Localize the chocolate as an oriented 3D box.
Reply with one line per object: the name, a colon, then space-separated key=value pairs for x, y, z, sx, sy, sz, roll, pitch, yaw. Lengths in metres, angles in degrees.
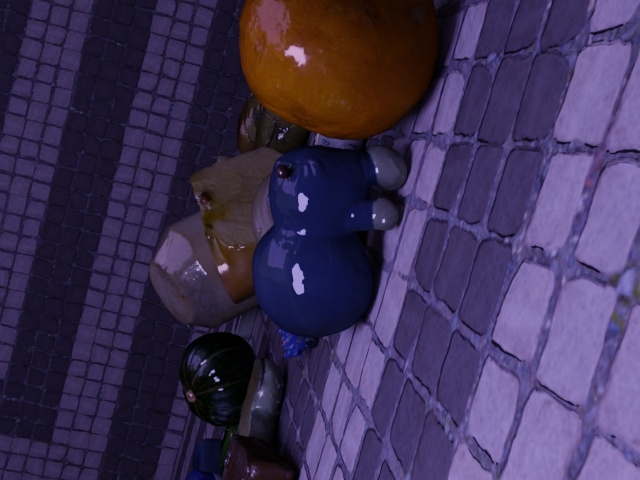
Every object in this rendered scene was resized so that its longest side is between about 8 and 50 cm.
chocolate: x=-0.106 y=0.402 z=1.227 sx=0.214 sy=0.093 sz=0.148 roll=174 pitch=111 yaw=-78

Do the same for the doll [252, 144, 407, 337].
doll: x=0.000 y=0.000 z=1.025 sx=0.228 sy=0.154 sz=0.258 roll=11 pitch=103 yaw=42

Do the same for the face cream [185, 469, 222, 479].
face cream: x=-0.234 y=0.582 z=1.564 sx=0.206 sy=0.111 sz=0.206 roll=-160 pitch=90 yaw=-74

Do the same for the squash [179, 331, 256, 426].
squash: x=-0.220 y=0.306 z=1.698 sx=0.172 sy=0.218 sz=0.218 roll=-36 pitch=-23 yaw=-45

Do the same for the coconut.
coconut: x=-0.267 y=0.062 z=1.963 sx=0.323 sy=0.323 sz=0.323 roll=-166 pitch=90 yaw=-79

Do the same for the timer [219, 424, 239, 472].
timer: x=-0.200 y=0.458 z=1.768 sx=0.128 sy=0.047 sz=0.140 roll=-102 pitch=28 yaw=-69

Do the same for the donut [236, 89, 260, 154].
donut: x=-0.158 y=-0.403 z=2.370 sx=0.360 sy=0.170 sz=0.360 roll=-166 pitch=90 yaw=-82

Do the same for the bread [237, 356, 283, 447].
bread: x=-0.116 y=0.340 z=1.439 sx=0.172 sy=0.064 sz=0.232 roll=118 pitch=164 yaw=-53

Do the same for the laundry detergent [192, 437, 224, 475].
laundry detergent: x=-0.265 y=0.605 z=1.780 sx=0.290 sy=0.094 sz=0.143 roll=-92 pitch=21 yaw=-58

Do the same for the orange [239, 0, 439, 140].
orange: x=0.023 y=-0.255 z=0.980 sx=0.261 sy=0.261 sz=0.261 roll=-166 pitch=90 yaw=-79

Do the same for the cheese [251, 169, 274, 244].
cheese: x=-0.015 y=-0.025 z=1.175 sx=0.091 sy=0.175 sz=0.202 roll=59 pitch=-173 yaw=-60

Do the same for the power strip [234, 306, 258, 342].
power strip: x=-0.192 y=0.149 z=2.141 sx=0.118 sy=0.046 sz=0.270 roll=-143 pitch=67 yaw=-78

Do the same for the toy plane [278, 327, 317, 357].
toy plane: x=-0.025 y=0.133 z=1.259 sx=0.167 sy=0.062 sz=0.054 roll=-58 pitch=17 yaw=28

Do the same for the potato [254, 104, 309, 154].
potato: x=-0.099 y=-0.294 z=1.975 sx=0.169 sy=0.143 sz=0.248 roll=-73 pitch=3 yaw=-59

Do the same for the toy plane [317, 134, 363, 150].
toy plane: x=0.025 y=-0.147 z=1.310 sx=0.174 sy=0.080 sz=0.174 roll=-164 pitch=90 yaw=-78

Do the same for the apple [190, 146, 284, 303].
apple: x=-0.159 y=-0.029 z=1.668 sx=0.314 sy=0.252 sz=0.309 roll=-54 pitch=43 yaw=25

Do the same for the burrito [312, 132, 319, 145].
burrito: x=0.022 y=-0.268 z=1.604 sx=0.045 sy=0.041 sz=0.186 roll=21 pitch=97 yaw=37
